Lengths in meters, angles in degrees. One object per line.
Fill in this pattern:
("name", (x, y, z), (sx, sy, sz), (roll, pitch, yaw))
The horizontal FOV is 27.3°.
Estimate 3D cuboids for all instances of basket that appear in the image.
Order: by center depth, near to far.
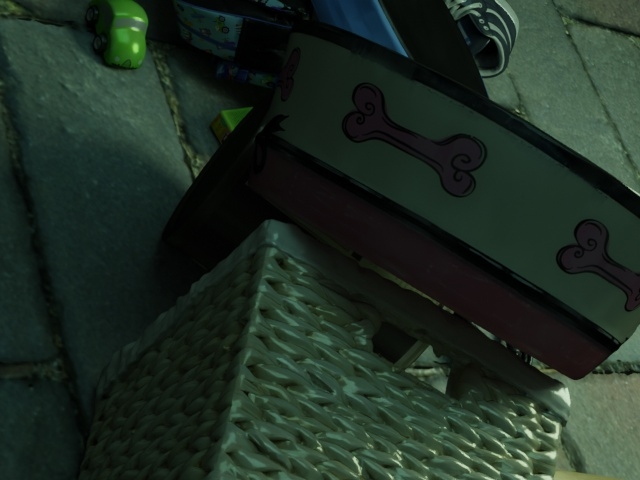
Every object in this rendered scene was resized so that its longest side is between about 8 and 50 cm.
("basket", (-0.019, 0.219, 1.120), (0.328, 0.331, 0.266), (31, 47, -18))

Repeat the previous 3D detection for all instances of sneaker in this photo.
("sneaker", (0.182, -0.355, 1.954), (0.282, 0.099, 0.153), (37, 38, -17))

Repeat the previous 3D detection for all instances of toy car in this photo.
("toy car", (-0.248, -0.303, 1.559), (0.239, 0.053, 0.225), (3, 55, -40))

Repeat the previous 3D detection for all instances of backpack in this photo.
("backpack", (-0.100, -0.267, 1.608), (0.173, 0.116, 0.158), (11, 32, -2))

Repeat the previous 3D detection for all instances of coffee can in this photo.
("coffee can", (0.000, 0.000, 1.408), (0.275, 0.201, 0.201), (37, 40, -11))

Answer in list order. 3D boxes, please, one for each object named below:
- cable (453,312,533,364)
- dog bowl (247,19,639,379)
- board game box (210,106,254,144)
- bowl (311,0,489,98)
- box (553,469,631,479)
("cable", (0.201, 0.087, 1.638), (0.151, 0.047, 0.184), (-10, 65, -46))
("dog bowl", (0.116, -0.024, 1.152), (0.408, 0.150, 0.408), (31, 0, 0))
("board game box", (-0.009, -0.115, 1.631), (0.259, 0.039, 0.124), (-15, 69, -44))
("bowl", (0.110, -0.266, 1.721), (0.391, 0.077, 0.391), (49, 24, -31))
("box", (0.331, 0.368, 1.539), (0.164, 0.021, 0.201), (14, 50, -33))
